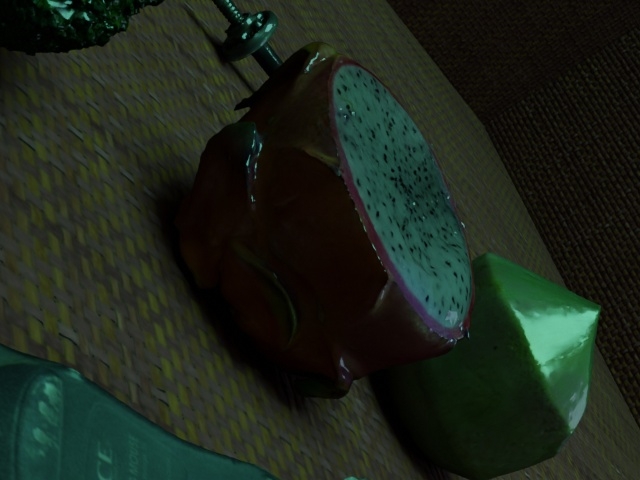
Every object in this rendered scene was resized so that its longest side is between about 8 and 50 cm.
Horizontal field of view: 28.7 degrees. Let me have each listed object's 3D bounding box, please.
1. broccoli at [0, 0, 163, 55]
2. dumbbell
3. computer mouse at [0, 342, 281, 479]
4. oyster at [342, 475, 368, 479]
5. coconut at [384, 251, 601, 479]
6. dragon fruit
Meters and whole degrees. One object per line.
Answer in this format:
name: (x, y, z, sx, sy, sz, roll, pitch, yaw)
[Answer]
broccoli: (-0.190, -0.268, 0.815, 0.297, 0.297, 0.298, 15, 59, -26)
dumbbell: (-0.052, -0.203, 1.502, 0.254, 0.081, 0.082, 50, 16, -27)
computer mouse: (-0.109, 0.144, 0.587, 0.379, 0.090, 0.167, 43, 20, -29)
oyster: (0.067, 0.250, 0.931, 0.199, 0.087, 0.252, 67, 22, -2)
coconut: (0.186, 0.123, 1.295, 0.205, 0.235, 0.236, 58, 14, -11)
dragon fruit: (0.000, 0.000, 1.076, 0.291, 0.189, 0.291, 48, 26, -32)
